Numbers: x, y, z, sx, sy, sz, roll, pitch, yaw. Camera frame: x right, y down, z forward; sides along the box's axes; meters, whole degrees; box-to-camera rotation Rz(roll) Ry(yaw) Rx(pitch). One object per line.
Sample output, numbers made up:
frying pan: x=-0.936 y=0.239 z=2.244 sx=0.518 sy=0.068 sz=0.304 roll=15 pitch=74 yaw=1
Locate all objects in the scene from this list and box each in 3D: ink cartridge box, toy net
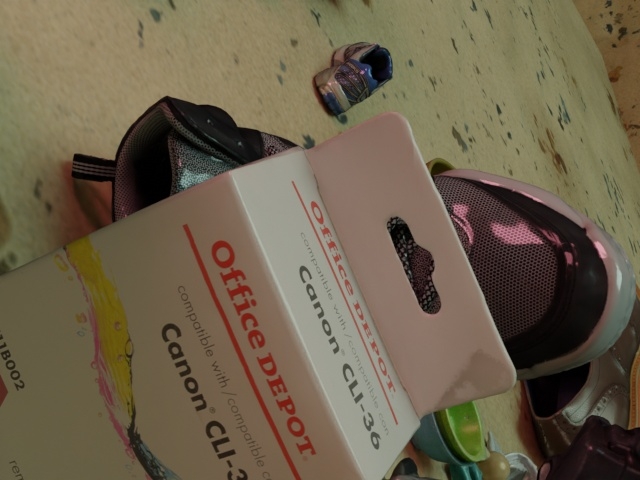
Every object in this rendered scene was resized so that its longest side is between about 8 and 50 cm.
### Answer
ink cartridge box: x=-0.043 y=0.042 z=0.354 sx=0.115 sy=0.198 sz=0.067 roll=66 pitch=24 yaw=-3
toy net: x=0.136 y=0.191 z=0.784 sx=0.232 sy=0.045 sz=0.122 roll=34 pitch=39 yaw=-51

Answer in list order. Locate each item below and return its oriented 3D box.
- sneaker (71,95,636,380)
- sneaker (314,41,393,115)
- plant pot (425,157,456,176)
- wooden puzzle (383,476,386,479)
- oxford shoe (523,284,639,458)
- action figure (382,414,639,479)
sneaker: x=0.000 y=0.000 z=0.460 sx=0.153 sy=0.268 sz=0.101 roll=9 pitch=96 yaw=-53
sneaker: x=0.042 y=-0.151 z=0.873 sx=0.052 sy=0.058 sz=0.135 roll=59 pitch=25 yaw=-17
plant pot: x=0.073 y=0.016 z=0.744 sx=0.134 sy=0.095 sz=0.134 roll=45 pitch=33 yaw=-40
wooden puzzle: x=0.017 y=0.143 z=0.619 sx=0.116 sy=0.014 sz=0.079 roll=-24 pitch=96 yaw=-66
oxford shoe: x=0.288 y=0.101 z=1.085 sx=0.133 sy=0.130 sz=0.364 roll=48 pitch=30 yaw=-24
action figure: x=0.025 y=0.148 z=0.381 sx=0.178 sy=0.341 sz=0.330 roll=30 pitch=11 yaw=13
